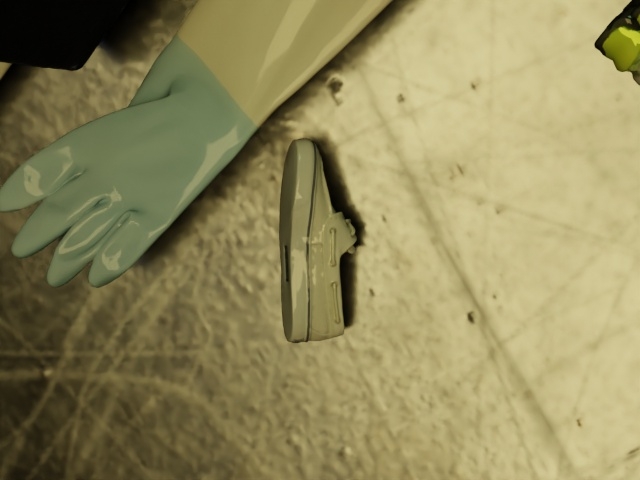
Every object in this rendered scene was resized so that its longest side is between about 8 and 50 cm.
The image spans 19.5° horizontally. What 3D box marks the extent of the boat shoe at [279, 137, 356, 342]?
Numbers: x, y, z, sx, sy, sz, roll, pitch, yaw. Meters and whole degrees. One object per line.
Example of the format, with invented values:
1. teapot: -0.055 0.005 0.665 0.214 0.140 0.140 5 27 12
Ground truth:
1. boat shoe: 0.000 0.000 0.909 0.035 0.035 0.100 -2 94 -14

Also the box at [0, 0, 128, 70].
1. box: -0.217 -0.234 0.774 0.294 0.296 0.183 39 102 12

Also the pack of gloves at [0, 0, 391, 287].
1. pack of gloves: -0.101 -0.104 0.922 0.232 0.046 0.195 -45 75 12

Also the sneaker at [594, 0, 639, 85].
1. sneaker: 0.269 -0.135 0.799 0.300 0.111 0.121 -36 98 20
